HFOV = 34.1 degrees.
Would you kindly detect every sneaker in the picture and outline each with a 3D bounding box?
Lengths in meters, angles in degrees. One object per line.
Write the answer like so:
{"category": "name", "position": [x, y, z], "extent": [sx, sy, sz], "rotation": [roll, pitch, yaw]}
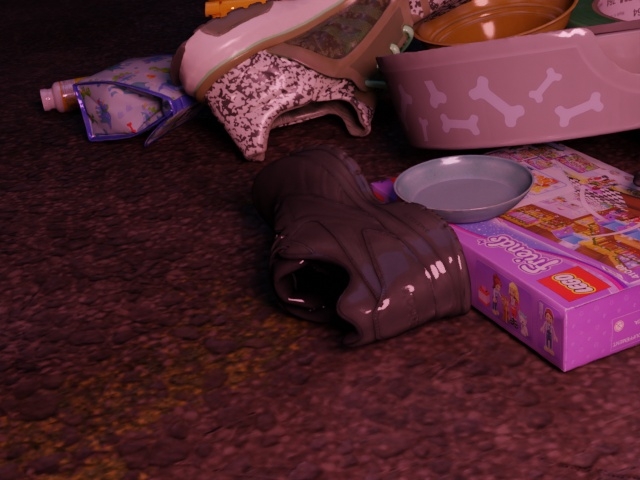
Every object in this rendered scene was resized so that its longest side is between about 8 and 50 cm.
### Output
{"category": "sneaker", "position": [0.000, 0.000, 0.888], "extent": [0.130, 0.109, 0.286], "rotation": [-25, 29, -21]}
{"category": "sneaker", "position": [0.037, -0.211, 1.246], "extent": [0.410, 0.182, 0.158], "rotation": [-25, -8, -13]}

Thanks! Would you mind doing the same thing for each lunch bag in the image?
{"category": "lunch bag", "position": [-0.206, -0.180, 1.307], "extent": [0.151, 0.096, 0.129], "rotation": [-2, 24, 31]}

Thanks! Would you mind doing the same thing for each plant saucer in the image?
{"category": "plant saucer", "position": [0.123, -0.042, 0.896], "extent": [0.119, 0.021, 0.119], "rotation": [-6, 26, 3]}

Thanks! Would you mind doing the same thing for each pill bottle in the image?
{"category": "pill bottle", "position": [-0.341, -0.200, 1.438], "extent": [0.083, 0.043, 0.043], "rotation": [-12, 26, -11]}

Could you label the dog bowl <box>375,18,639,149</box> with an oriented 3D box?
{"category": "dog bowl", "position": [0.236, -0.166, 1.083], "extent": [0.349, 0.102, 0.349], "rotation": [-8, 10, 1]}

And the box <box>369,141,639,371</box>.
{"category": "box", "position": [0.198, -0.004, 0.895], "extent": [0.201, 0.057, 0.293], "rotation": [-15, 27, -21]}

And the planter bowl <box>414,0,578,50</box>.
{"category": "planter bowl", "position": [0.231, -0.260, 1.362], "extent": [0.217, 0.090, 0.217], "rotation": [-12, 29, 7]}

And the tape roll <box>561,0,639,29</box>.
{"category": "tape roll", "position": [0.479, -0.278, 1.372], "extent": [0.321, 0.077, 0.321], "rotation": [-5, 26, 2]}

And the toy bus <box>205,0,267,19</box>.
{"category": "toy bus", "position": [-0.090, -0.304, 1.406], "extent": [0.150, 0.211, 0.220], "rotation": [-6, 24, 4]}

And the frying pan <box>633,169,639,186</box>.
{"category": "frying pan", "position": [0.404, -0.077, 0.975], "extent": [0.197, 0.053, 0.326], "rotation": [4, 22, 19]}
